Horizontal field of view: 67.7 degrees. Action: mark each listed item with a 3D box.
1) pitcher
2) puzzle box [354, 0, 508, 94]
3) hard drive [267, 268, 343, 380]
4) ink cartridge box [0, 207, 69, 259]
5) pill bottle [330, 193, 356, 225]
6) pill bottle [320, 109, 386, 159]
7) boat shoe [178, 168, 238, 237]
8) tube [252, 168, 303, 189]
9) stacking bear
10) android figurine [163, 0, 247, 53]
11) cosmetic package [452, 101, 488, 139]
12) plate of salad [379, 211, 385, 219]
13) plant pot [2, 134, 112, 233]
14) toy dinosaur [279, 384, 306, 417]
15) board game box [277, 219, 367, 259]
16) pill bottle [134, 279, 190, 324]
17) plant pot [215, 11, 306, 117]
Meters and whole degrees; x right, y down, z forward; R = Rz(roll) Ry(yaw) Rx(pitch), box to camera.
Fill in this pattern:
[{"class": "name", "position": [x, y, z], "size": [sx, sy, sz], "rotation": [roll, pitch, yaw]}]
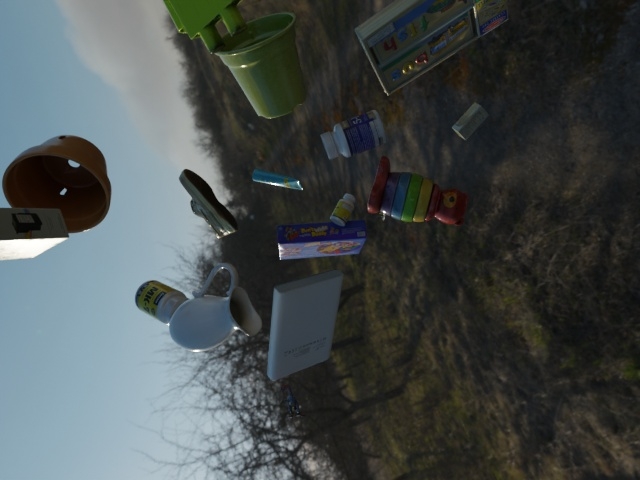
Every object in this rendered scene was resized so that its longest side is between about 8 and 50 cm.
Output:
[{"class": "pitcher", "position": [-0.254, 0.157, 1.101], "size": [0.125, 0.207, 0.178], "rotation": [0, -109, -61]}, {"class": "puzzle box", "position": [0.317, -0.601, 1.325], "size": [0.272, 0.408, 0.052], "rotation": [34, -152, -61]}, {"class": "hard drive", "position": [-0.045, 0.237, 1.326], "size": [0.040, 0.202, 0.308], "rotation": [40, 133, 44]}, {"class": "ink cartridge box", "position": [-0.650, -0.011, 0.998], "size": [0.073, 0.127, 0.175], "rotation": [68, -161, 5]}, {"class": "pill bottle", "position": [0.089, -0.118, 1.818], "size": [0.065, 0.116, 0.065], "rotation": [27, 166, 7]}, {"class": "pill bottle", "position": [0.101, -0.324, 1.490], "size": [0.112, 0.186, 0.112], "rotation": [-21, -90, -89]}, {"class": "boat shoe", "position": [-0.416, -0.123, 1.708], "size": [0.302, 0.098, 0.109], "rotation": [54, -166, -39]}, {"class": "tube", "position": [-0.173, -0.248, 1.945], "size": [0.080, 0.206, 0.052], "rotation": [57, -131, -72]}, {"class": "stacking bear", "position": [0.307, -0.128, 1.474], "size": [0.164, 0.288, 0.176], "rotation": [72, -146, -70]}, {"class": "android figurine", "position": [-0.267, -0.562, 1.038], "size": [0.248, 0.056, 0.273], "rotation": [-19, 106, 43]}, {"class": "cosmetic package", "position": [0.522, -0.416, 1.664], "size": [0.060, 0.115, 0.041], "rotation": [33, -164, -37]}, {"class": "plate of salad", "position": [0.255, -0.182, 1.939], "size": [0.200, 0.048, 0.200], "rotation": [5, -90, -88]}, {"class": "plant pot", "position": [-0.797, -0.196, 1.492], "size": [0.204, 0.290, 0.291], "rotation": [-103, -3, -49]}, {"class": "toy dinosaur", "position": [-0.080, 0.431, 1.279], "size": [0.090, 0.047, 0.082], "rotation": [44, -149, -58]}, {"class": "board game box", "position": [0.000, 0.000, 1.948], "size": [0.233, 0.346, 0.078], "rotation": [102, 164, -72]}, {"class": "pill bottle", "position": [-0.525, 0.214, 1.616], "size": [0.208, 0.119, 0.119], "rotation": [14, 136, 38]}, {"class": "plant pot", "position": [-0.167, -0.548, 1.536], "size": [0.276, 0.275, 0.254], "rotation": [-117, 3, -51]}]
